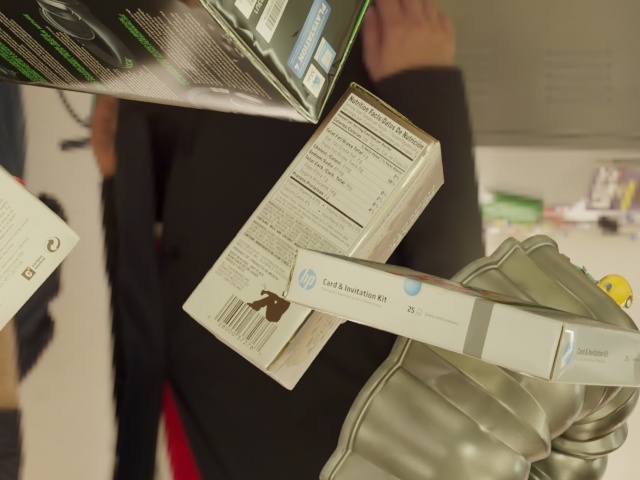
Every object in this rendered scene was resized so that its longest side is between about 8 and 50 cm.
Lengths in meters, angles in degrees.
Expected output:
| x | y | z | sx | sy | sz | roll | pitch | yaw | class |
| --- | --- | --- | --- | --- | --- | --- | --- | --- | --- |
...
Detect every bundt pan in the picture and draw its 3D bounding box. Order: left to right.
| x | y | z | sx | sy | sz | roll | pitch | yaw | class |
| --- | --- | --- | --- | --- | --- | --- | --- | --- | --- |
| 0.147 | 0.166 | 1.119 | 0.124 | 0.331 | 0.331 | 35 | 176 | 29 | bundt pan |

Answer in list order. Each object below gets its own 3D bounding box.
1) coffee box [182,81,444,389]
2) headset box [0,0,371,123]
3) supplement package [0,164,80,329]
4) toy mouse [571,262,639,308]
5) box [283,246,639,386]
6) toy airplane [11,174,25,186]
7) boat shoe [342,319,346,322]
| x | y | z | sx | sy | sz | roll | pitch | yaw | class |
| --- | --- | --- | --- | --- | --- | --- | --- | --- | --- |
| 0.000 | 0.000 | 1.480 | 0.119 | 0.297 | 0.168 | 35 | 173 | 13 | coffee box |
| -0.101 | -0.214 | 0.792 | 0.283 | 0.246 | 0.131 | 10 | 159 | 33 | headset box |
| -0.333 | -0.034 | 0.841 | 0.198 | 0.199 | 0.262 | 34 | 171 | 46 | supplement package |
| 0.241 | 0.041 | 1.393 | 0.143 | 0.031 | 0.161 | 14 | -168 | 43 | toy mouse |
| 0.094 | 0.049 | 0.862 | 0.186 | 0.038 | 0.145 | 14 | -179 | 34 | box |
| -0.413 | -0.072 | 1.691 | 0.151 | 0.028 | 0.151 | 30 | 154 | 17 | toy airplane |
| 0.050 | 0.057 | 1.805 | 0.046 | 0.038 | 0.125 | 33 | 128 | 3 | boat shoe |
